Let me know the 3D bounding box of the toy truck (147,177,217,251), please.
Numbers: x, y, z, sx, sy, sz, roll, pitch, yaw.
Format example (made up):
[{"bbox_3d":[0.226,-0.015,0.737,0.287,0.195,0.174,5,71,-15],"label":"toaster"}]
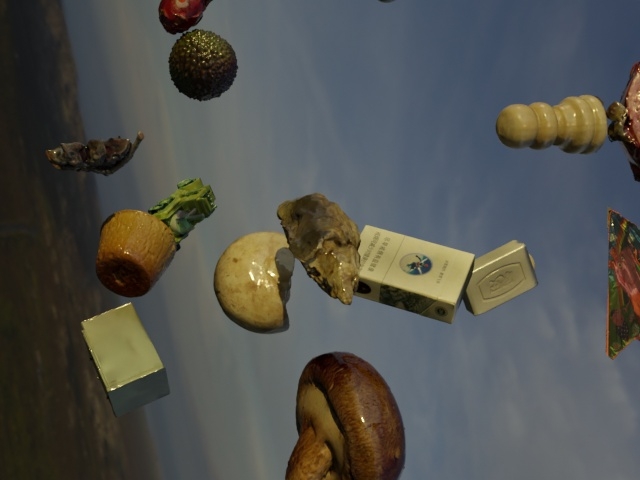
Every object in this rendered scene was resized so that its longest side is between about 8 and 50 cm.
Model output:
[{"bbox_3d":[-0.349,-0.077,2.554,0.259,0.135,0.128,-60,132,-61],"label":"toy truck"}]

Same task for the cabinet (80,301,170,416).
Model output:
[{"bbox_3d":[-0.483,0.291,2.319,0.206,0.150,0.145,57,-20,29],"label":"cabinet"}]

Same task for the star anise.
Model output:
[{"bbox_3d":[-0.528,-0.199,2.236,0.230,0.262,0.081,30,55,-69],"label":"star anise"}]

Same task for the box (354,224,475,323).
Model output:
[{"bbox_3d":[0.189,0.070,2.051,0.164,0.256,0.069,-59,159,-44],"label":"box"}]

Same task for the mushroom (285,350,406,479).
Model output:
[{"bbox_3d":[0.054,0.390,1.968,0.345,0.239,0.345,-3,-95,42],"label":"mushroom"}]

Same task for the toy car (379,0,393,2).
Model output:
[{"bbox_3d":[0.187,-0.728,2.676,0.112,0.139,0.112,39,-49,39],"label":"toy car"}]

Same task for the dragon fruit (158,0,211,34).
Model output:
[{"bbox_3d":[-0.273,-0.517,2.015,0.094,0.190,0.094,46,15,-17],"label":"dragon fruit"}]

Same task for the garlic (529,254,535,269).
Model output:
[{"bbox_3d":[0.525,0.054,2.473,0.041,0.083,0.053,-53,162,-72],"label":"garlic"}]

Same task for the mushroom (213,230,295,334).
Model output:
[{"bbox_3d":[-0.161,0.102,2.254,0.195,0.189,0.253,109,-13,-62],"label":"mushroom"}]

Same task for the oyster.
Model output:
[{"bbox_3d":[-0.004,-0.002,1.952,0.341,0.166,0.110,-100,170,-50],"label":"oyster"}]

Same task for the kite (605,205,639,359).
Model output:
[{"bbox_3d":[0.471,0.054,1.375,0.016,0.321,0.234,-28,-92,49],"label":"kite"}]

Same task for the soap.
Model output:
[{"bbox_3d":[0.426,0.091,2.303,0.121,0.183,0.064,67,-10,-21],"label":"soap"}]

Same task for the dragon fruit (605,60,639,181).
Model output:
[{"bbox_3d":[0.718,-0.214,1.872,0.314,0.296,0.263,30,-9,9],"label":"dragon fruit"}]

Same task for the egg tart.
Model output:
[{"bbox_3d":[-0.467,0.041,2.327,0.147,0.202,0.202,-74,165,-48],"label":"egg tart"}]

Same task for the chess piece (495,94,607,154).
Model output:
[{"bbox_3d":[0.528,-0.270,2.219,0.143,0.261,0.143,177,-90,-68],"label":"chess piece"}]

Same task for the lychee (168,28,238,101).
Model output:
[{"bbox_3d":[-0.258,-0.388,2.064,0.171,0.171,0.171,167,-90,-80],"label":"lychee"}]
